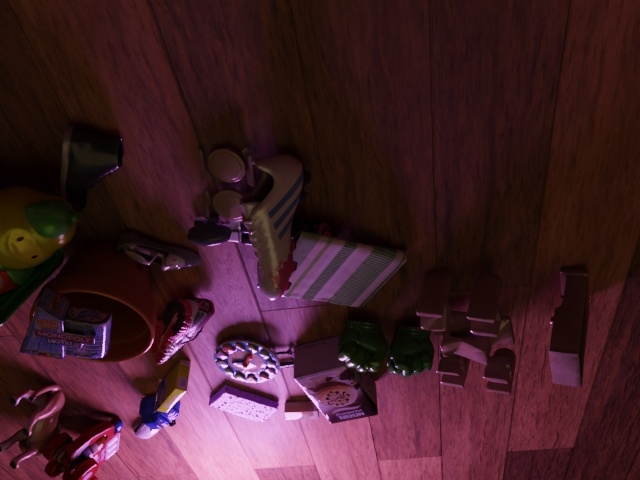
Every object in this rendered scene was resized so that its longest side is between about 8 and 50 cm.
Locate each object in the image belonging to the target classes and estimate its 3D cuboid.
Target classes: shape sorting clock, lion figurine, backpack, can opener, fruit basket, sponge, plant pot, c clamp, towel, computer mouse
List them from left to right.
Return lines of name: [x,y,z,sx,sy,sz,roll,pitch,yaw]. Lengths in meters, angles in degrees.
fruit basket: [-0.706,-0.005,1.316,0.392,0.283,0.392,27,151,17]
lion figurine: [-0.918,0.587,2.017,0.142,0.240,0.392,41,117,9]
plant pot: [-0.545,0.142,1.534,0.290,0.204,0.291,0,135,0]
computer mouse: [-0.603,0.667,2.181,0.106,0.042,0.193,28,129,-27]
backpack: [-0.528,0.569,2.043,0.120,0.101,0.098,-21,138,16]
sponge: [-0.259,0.556,2.077,0.210,0.031,0.117,25,130,-24]
shape sorting clock: [-0.225,0.370,1.861,0.206,0.040,0.206,6,129,8]
can opener: [-0.170,-0.006,1.458,0.283,0.095,0.076,6,134,4]
c clamp: [-0.141,0.362,1.886,0.160,0.022,0.137,-5,135,6]
towel: [0.034,0.077,1.537,0.324,0.038,0.248,11,137,-30]

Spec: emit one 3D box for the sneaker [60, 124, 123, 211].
sneaker: [-0.495,-0.140,1.333,0.118,0.083,0.222,10,134,-11]

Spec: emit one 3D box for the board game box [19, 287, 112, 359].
board game box: [-0.585,0.198,1.405,0.194,0.060,0.194,11,135,-11]

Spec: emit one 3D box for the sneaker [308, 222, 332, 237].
sneaker: [0.000,0.000,1.512,0.057,0.047,0.119,7,139,25]

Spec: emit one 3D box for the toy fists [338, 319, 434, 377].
toy fists: [0.188,0.310,1.730,0.279,0.142,0.096,9,173,-10]

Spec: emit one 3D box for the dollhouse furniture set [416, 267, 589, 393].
dollhouse furniture set: [0.499,0.213,1.649,0.394,0.256,0.362,3,139,28]

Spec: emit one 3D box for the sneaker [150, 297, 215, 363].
sneaker: [-0.397,0.257,1.721,0.112,0.121,0.299,-5,154,-41]

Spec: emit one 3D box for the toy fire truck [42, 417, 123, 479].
toy fire truck: [-0.801,0.732,2.129,0.169,0.254,0.302,35,134,15]

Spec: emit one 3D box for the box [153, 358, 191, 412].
box: [-0.466,0.461,1.925,0.042,0.109,0.178,23,131,-24]

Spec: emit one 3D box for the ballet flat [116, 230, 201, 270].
ballet flat: [-0.404,0.041,1.528,0.213,0.068,0.072,21,132,-21]

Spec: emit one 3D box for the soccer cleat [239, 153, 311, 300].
soccer cleat: [-0.122,-0.029,1.346,0.143,0.116,0.331,2,105,-32]

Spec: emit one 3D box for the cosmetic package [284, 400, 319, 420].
cosmetic package: [-0.064,0.582,2.095,0.115,0.041,0.060,-5,136,4]

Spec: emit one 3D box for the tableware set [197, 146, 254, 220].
tableware set: [-0.201,-0.129,1.378,0.128,0.039,0.194,8,130,9]

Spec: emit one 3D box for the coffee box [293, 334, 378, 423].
coffee box: [0.052,0.434,1.890,0.168,0.119,0.297,-17,133,16]
